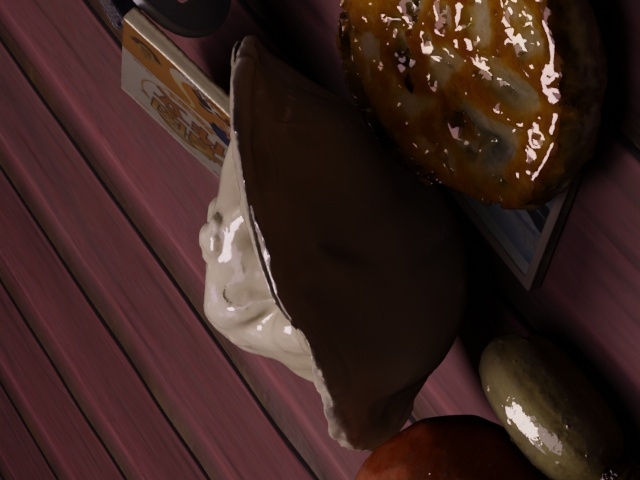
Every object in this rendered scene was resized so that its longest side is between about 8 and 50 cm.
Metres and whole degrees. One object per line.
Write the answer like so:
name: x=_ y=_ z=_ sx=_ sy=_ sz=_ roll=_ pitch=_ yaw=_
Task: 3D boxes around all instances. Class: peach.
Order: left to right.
peach: x=0.124 y=0.259 z=1.609 sx=0.235 sy=0.214 sz=0.214 roll=-19 pitch=-88 yaw=-76

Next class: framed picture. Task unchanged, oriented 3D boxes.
framed picture: x=0.148 y=-0.075 z=1.579 sx=0.203 sy=0.015 sz=0.150 roll=55 pitch=149 yaw=31

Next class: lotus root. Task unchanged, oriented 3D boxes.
lotus root: x=0.200 y=0.153 z=1.532 sx=0.077 sy=0.090 sz=0.183 roll=-54 pitch=55 yaw=25

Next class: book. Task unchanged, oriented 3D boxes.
book: x=-0.127 y=-0.129 z=1.891 sx=0.208 sy=0.020 sz=0.295 roll=43 pitch=169 yaw=1

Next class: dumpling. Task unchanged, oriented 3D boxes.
dumpling: x=0.000 y=0.000 z=1.605 sx=0.315 sy=0.233 sz=0.395 roll=-3 pitch=-102 yaw=-80

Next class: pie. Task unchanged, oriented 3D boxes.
pie: x=0.123 y=-0.163 z=1.479 sx=0.315 sy=0.092 sz=0.315 roll=36 pitch=135 yaw=45

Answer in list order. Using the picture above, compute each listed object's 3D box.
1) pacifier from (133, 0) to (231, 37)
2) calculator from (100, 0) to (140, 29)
pacifier: x=-0.137 y=-0.360 z=1.811 sx=0.233 sy=0.244 sz=0.299 roll=-21 pitch=103 yaw=33
calculator: x=-0.237 y=-0.367 z=1.908 sx=0.021 sy=0.161 sz=0.261 roll=-8 pitch=126 yaw=35
